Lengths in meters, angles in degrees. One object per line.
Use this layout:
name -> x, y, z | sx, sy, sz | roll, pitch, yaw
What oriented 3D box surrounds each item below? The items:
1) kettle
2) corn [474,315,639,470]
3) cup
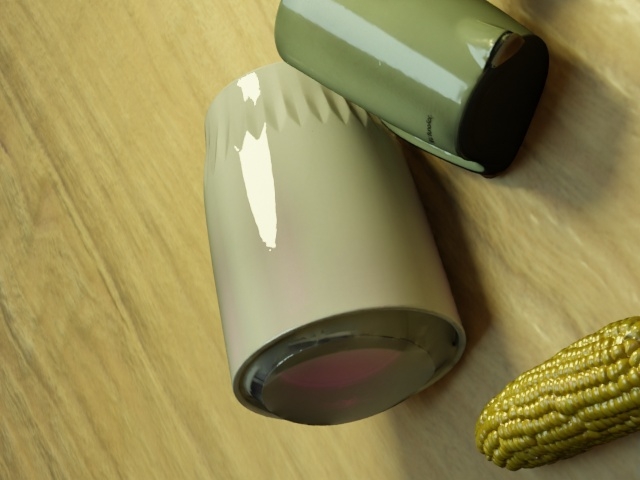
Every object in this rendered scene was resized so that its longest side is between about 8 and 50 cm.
kettle -> 0.103, -0.181, 1.568 | 0.255, 0.165, 0.240 | 32, 153, 26
corn -> 0.242, 0.143, 1.396 | 0.310, 0.101, 0.101 | -35, 58, 53
cup -> 0.000, 0.000, 1.677 | 0.253, 0.253, 0.371 | -49, 45, 47
